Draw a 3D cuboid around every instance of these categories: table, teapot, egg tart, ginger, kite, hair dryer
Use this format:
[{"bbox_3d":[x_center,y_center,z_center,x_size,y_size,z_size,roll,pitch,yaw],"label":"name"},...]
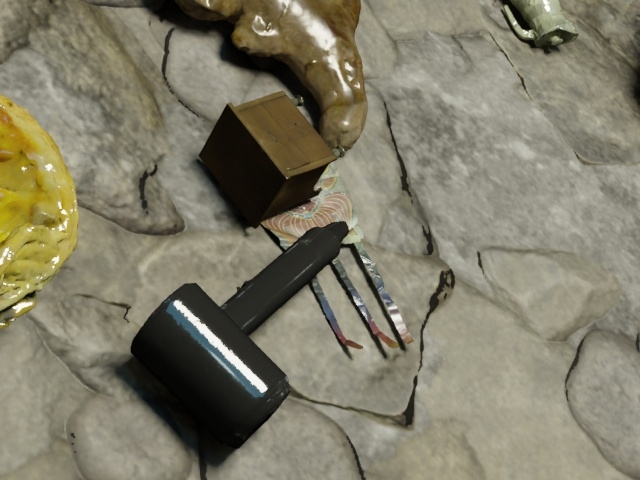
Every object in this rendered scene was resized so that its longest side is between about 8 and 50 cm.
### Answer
[{"bbox_3d":[-0.037,-0.072,1.266,0.082,0.070,0.083,-24,68,-41],"label":"table"},{"bbox_3d":[0.233,-0.242,1.601,0.067,0.057,0.083,-24,72,-3],"label":"teapot"},{"bbox_3d":[-0.288,-0.023,1.051,0.241,0.106,0.241,16,49,-19],"label":"egg tart"},{"bbox_3d":[-0.061,-0.238,1.381,0.333,0.080,0.166,38,56,1],"label":"ginger"},{"bbox_3d":[-0.001,0.002,1.288,0.127,0.016,0.229,-11,61,-35],"label":"kite"},{"bbox_3d":[-0.036,0.057,1.187,0.114,0.070,0.248,45,41,5],"label":"hair dryer"}]
